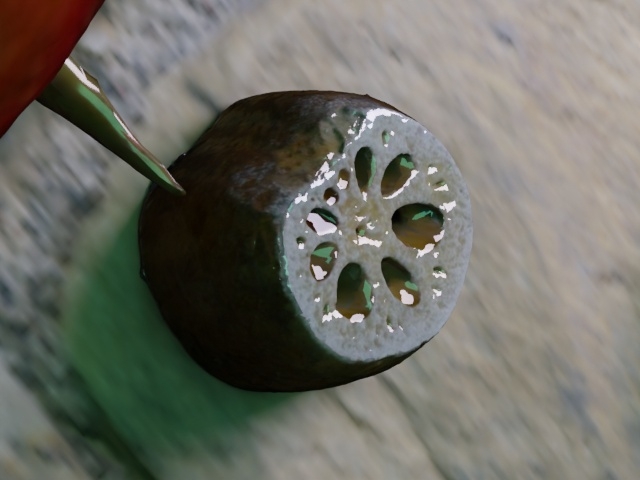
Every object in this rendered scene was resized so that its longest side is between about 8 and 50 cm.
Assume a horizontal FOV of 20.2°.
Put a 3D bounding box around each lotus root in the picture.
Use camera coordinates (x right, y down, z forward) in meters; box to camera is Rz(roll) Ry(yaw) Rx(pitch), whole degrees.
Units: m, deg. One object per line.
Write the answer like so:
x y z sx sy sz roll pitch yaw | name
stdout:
0.002 0.002 0.689 0.112 0.081 0.122 54 56 -23 | lotus root

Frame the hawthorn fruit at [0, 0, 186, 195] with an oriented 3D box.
-0.179 -0.111 0.484 0.261 0.258 0.258 -2 81 -55 | hawthorn fruit
